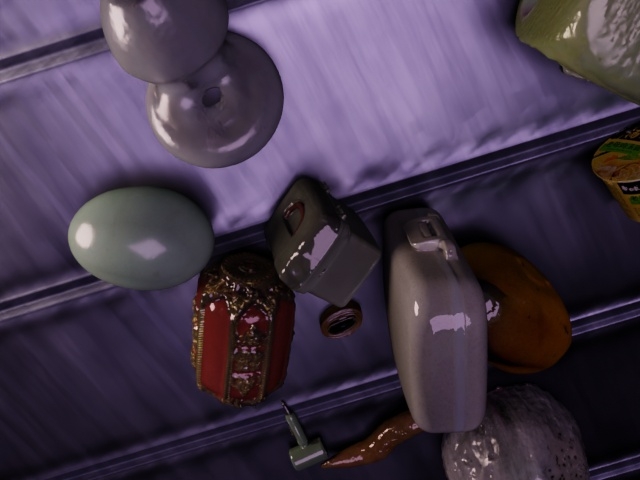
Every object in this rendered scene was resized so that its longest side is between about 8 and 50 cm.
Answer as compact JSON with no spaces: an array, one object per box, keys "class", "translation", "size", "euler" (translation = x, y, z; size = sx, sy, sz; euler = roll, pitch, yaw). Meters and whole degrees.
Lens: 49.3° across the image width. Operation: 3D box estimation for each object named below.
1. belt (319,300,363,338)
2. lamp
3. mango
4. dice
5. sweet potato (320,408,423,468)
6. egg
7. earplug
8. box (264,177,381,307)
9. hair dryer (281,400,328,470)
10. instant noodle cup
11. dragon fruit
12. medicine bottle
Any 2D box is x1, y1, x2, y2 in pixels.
[{"class":"belt","translation":[0.039,0.150,1.290],"size":[0.083,0.036,0.059],"euler":[-26,113,6]},{"class":"lamp","translation":[-0.132,0.155,1.194],"size":[0.176,0.177,0.274],"euler":[3,122,-7]},{"class":"mango","translation":[0.333,0.132,1.229],"size":[0.287,0.152,0.201],"euler":[35,85,-35]},{"class":"dice","translation":[0.453,-0.347,1.011],"size":[0.251,0.250,0.255],"euler":[21,109,-13]},{"class":"sweet potato","translation":[0.133,0.392,1.383],"size":[0.281,0.067,0.059],"euler":[-36,69,10]},{"class":"egg","translation":[-0.287,-0.004,1.123],"size":[0.230,0.168,0.168],"euler":[3,112,-4]},{"class":"earplug","translation":[-0.191,-0.262,1.023],"size":[0.214,0.175,0.326],"euler":[-32,112,1]},{"class":"box","translation":[0.000,0.000,1.134],"size":[0.129,0.210,0.148],"euler":[30,105,-23]},{"class":"hair dryer","translation":[-0.044,0.379,1.380],"size":[0.071,0.047,0.150],"euler":[-24,102,0]},{"class":"instant noodle cup","translation":[0.556,-0.111,1.181],"size":[0.151,0.151,0.122],"euler":[-34,118,9]},{"class":"dragon fruit","translation":[0.384,0.427,1.344],"size":[0.282,0.221,0.204],"euler":[-11,119,2]},{"class":"medicine bottle","translation":[0.170,0.110,1.103],"size":[0.122,0.375,0.283],"euler":[-3,112,0]}]
